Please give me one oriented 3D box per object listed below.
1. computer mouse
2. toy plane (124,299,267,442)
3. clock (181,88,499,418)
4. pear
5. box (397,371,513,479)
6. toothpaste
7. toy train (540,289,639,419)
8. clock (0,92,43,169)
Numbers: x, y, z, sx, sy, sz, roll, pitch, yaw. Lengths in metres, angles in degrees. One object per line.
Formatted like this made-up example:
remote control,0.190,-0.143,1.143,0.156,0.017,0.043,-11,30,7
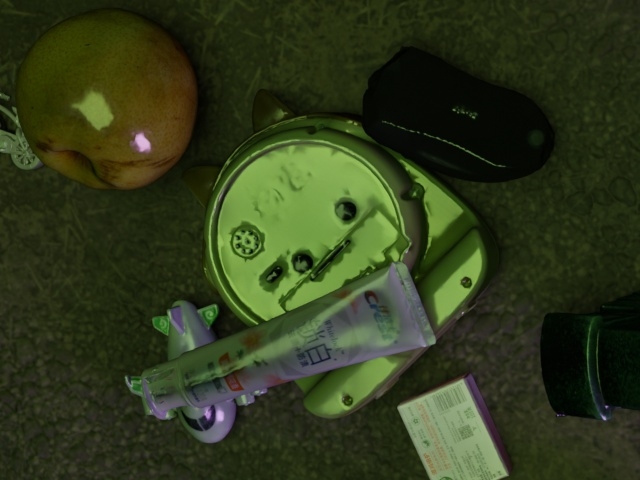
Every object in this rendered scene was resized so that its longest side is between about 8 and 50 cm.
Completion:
computer mouse,0.150,-0.130,1.910,0.217,0.073,0.122,25,64,4
toy plane,-0.145,0.154,2.027,0.174,0.080,0.174,2,98,14
clock,0.000,0.000,1.952,0.348,0.117,0.286,45,104,7
pear,-0.237,-0.165,1.962,0.209,0.209,0.208,2,96,15
box,0.154,0.224,1.970,0.089,0.043,0.125,-24,89,16
toothpaste,-0.039,0.118,1.887,0.323,0.066,0.100,-20,98,14
toy train,0.371,0.128,1.768,0.330,0.178,0.138,0,96,60
clock,-0.384,-0.131,2.083,0.129,0.041,0.087,20,104,17
